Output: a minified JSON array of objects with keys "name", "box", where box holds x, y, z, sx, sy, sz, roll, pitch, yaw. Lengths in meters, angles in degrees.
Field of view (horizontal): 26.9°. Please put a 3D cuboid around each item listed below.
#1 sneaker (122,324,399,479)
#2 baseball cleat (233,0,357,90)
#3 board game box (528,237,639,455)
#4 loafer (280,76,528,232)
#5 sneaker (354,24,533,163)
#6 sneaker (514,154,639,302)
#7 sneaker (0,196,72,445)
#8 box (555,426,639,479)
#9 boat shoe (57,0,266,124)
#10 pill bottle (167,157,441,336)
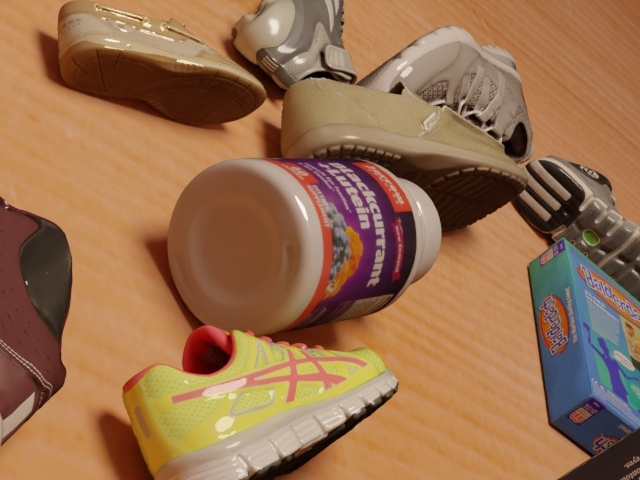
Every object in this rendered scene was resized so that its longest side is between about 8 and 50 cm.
[{"name":"sneaker","box":[-0.031,0.082,0.750,0.094,0.081,0.208,54,28,12]},{"name":"baseball cleat","box":[-0.005,-0.177,1.131,0.109,0.072,0.206,49,37,-8]},{"name":"board game box","box":[0.259,0.115,1.173,0.160,0.047,0.210,37,30,-22]},{"name":"loafer","box":[0.070,-0.075,1.070,0.268,0.102,0.092,12,51,-49]},{"name":"sneaker","box":[0.126,-0.118,1.205,0.281,0.105,0.115,-9,69,-55]},{"name":"sneaker","box":[0.295,-0.003,1.336,0.229,0.086,0.132,50,25,2]},{"name":"sneaker","box":[-0.210,-0.024,0.613,0.281,0.106,0.162,61,22,-2]},{"name":"box","box":[0.374,0.232,0.880,0.179,0.343,0.312,25,37,-41]},{"name":"boat shoe","box":[-0.106,-0.125,0.913,0.170,0.063,0.059,14,50,-48]},{"name":"pill bottle","box":[0.000,0.000,0.865,0.193,0.108,0.108,-6,61,-58]}]
